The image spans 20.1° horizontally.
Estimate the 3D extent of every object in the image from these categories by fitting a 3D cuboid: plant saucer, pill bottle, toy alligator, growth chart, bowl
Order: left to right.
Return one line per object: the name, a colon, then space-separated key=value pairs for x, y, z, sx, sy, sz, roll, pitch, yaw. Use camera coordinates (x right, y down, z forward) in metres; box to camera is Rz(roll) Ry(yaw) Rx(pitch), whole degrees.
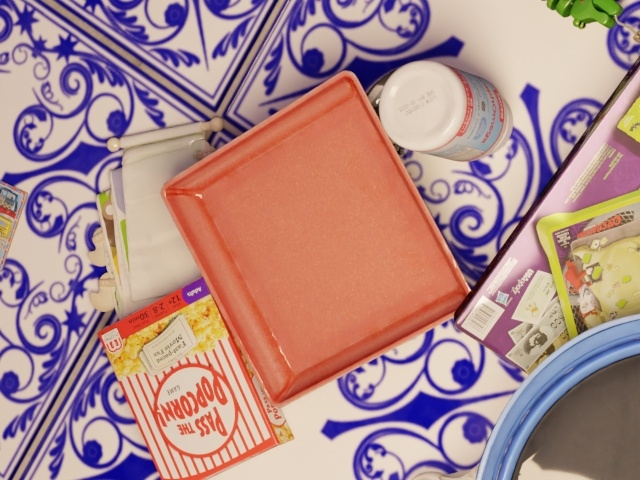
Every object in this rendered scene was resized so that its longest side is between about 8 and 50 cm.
growth chart: x=-0.180 y=-0.011 z=1.970 sx=0.172 sy=0.021 sz=0.237 roll=-3 pitch=86 yaw=28
plant saucer: x=0.000 y=0.000 z=1.790 sx=0.259 sy=0.047 sz=0.258 roll=-30 pitch=86 yaw=28
pill bottle: x=0.127 y=-0.121 z=1.739 sx=0.087 sy=0.160 sz=0.087 roll=-2 pitch=87 yaw=27
toy alligator: x=0.249 y=-0.231 z=1.742 sx=0.051 sy=0.056 sz=0.190 roll=-46 pitch=68 yaw=18
bowl: x=0.327 y=0.255 z=1.593 sx=0.391 sy=0.077 sz=0.391 roll=-1 pitch=81 yaw=5

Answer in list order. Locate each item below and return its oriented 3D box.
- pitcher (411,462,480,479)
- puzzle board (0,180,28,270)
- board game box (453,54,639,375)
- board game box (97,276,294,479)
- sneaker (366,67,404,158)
pitcher: x=0.166 y=0.307 z=1.721 sx=0.177 sy=0.125 sz=0.207 roll=-24 pitch=78 yaw=44
puzzle board: x=-0.404 y=-0.032 z=2.092 sx=0.128 sy=0.011 sz=0.096 roll=24 pitch=98 yaw=27
board game box: x=0.303 y=-0.008 z=1.656 sx=0.208 sy=0.056 sz=0.347 roll=35 pitch=103 yaw=-2
board game box: x=-0.132 y=0.153 z=1.911 sx=0.146 sy=0.045 sz=0.193 roll=-28 pitch=82 yaw=23
sneaker: x=0.072 y=-0.051 z=1.817 sx=0.132 sy=0.086 sz=0.229 roll=38 pitch=114 yaw=19
